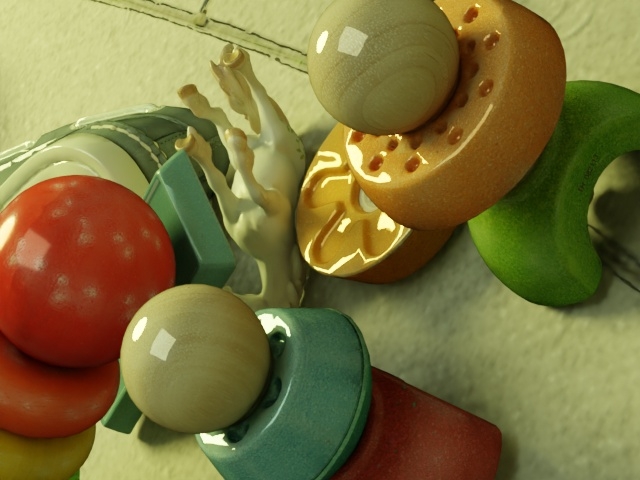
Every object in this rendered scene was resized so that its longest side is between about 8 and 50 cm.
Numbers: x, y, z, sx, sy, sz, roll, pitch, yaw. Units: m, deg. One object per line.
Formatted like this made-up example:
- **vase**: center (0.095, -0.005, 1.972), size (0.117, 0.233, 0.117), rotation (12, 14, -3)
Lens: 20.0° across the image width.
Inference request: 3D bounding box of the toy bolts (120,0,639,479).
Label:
- **toy bolts**: center (0.000, 0.000, 0.776), size (0.218, 0.158, 0.228), rotation (12, 76, 54)

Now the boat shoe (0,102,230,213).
- **boat shoe**: center (-0.165, -0.002, 1.077), size (0.099, 0.116, 0.319), rotation (-36, 8, -39)

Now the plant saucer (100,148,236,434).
- **plant saucer**: center (-0.090, 0.032, 0.916), size (0.067, 0.018, 0.192), rotation (64, 147, 20)

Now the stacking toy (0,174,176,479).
- **stacking toy**: center (-0.171, 0.101, 0.896), size (0.330, 0.141, 0.141), rotation (-59, 34, 32)

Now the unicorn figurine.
- **unicorn figurine**: center (-0.035, -0.022, 0.910), size (0.060, 0.111, 0.162), rotation (-7, 42, 29)
